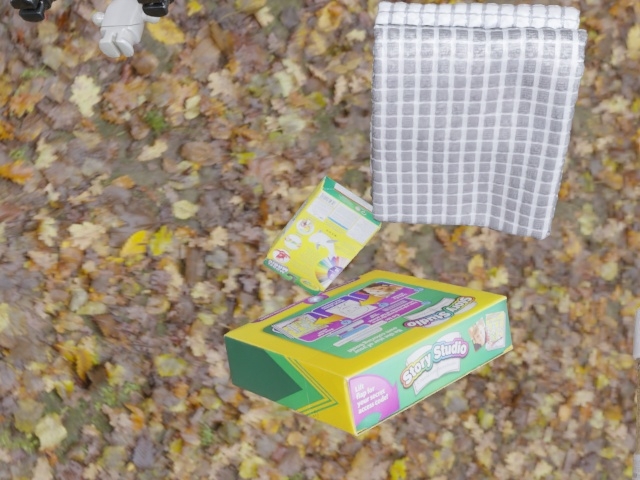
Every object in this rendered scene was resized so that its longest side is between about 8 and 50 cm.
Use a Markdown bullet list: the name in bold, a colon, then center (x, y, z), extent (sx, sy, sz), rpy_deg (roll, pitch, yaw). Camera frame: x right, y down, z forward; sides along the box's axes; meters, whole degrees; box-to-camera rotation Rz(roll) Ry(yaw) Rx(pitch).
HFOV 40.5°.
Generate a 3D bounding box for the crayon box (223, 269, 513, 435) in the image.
- **crayon box**: center (0.079, 0.168, 1.438), extent (0.363, 0.313, 0.106), rpy_deg (-21, 110, -36)

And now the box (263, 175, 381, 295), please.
- **box**: center (0.000, 0.000, 1.267), extent (0.105, 0.179, 0.043), rpy_deg (33, 35, -11)

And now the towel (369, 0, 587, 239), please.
- **towel**: center (0.173, -0.130, 1.014), extent (0.235, 0.121, 0.283), rpy_deg (1, 131, 5)

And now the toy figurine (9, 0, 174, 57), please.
- **toy figurine**: center (-0.301, -0.377, 1.193), extent (0.209, 0.213, 0.148), rpy_deg (21, 62, -24)

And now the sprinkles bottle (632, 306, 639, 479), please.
- **sprinkles bottle**: center (0.316, 0.230, 0.716), extent (0.121, 0.121, 0.355), rpy_deg (13, 75, -24)
